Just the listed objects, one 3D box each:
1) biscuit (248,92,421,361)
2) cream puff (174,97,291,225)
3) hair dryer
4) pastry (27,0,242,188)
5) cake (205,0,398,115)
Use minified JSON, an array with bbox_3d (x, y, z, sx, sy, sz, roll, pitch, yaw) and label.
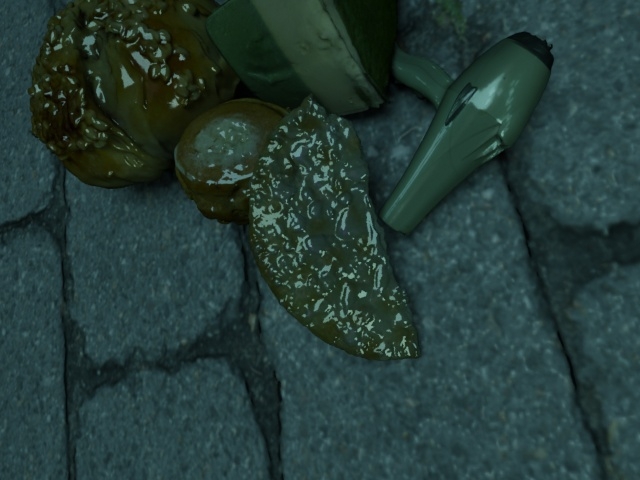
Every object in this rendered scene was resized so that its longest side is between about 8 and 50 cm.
[{"bbox_3d":[0.000,0.000,0.477,0.141,0.038,0.290,-17,92,-5],"label":"biscuit"},{"bbox_3d":[-0.089,-0.087,0.552,0.165,0.115,0.150,21,75,17],"label":"cream puff"},{"bbox_3d":[0.104,-0.118,0.504,0.224,0.088,0.219,25,95,40],"label":"hair dryer"},{"bbox_3d":[-0.265,-0.220,0.617,0.315,0.184,0.285,-23,65,20],"label":"pastry"},{"bbox_3d":[-0.009,-0.303,0.514,0.157,0.172,0.284,1,77,39],"label":"cake"}]
